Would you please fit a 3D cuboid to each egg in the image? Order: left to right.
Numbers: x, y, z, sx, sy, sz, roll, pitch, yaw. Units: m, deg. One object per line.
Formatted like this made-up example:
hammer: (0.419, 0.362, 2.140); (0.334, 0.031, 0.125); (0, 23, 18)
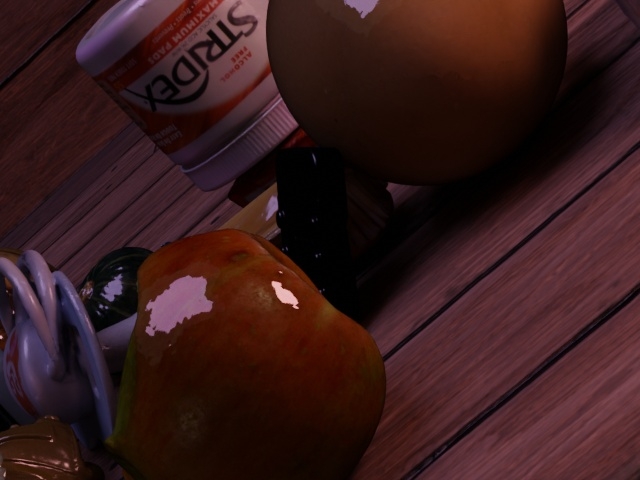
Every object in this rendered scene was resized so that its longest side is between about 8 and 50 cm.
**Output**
egg: (0.099, -0.206, 1.811); (0.301, 0.301, 0.374); (-43, 26, 1)

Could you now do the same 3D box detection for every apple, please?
apple: (-0.076, 0.121, 1.484); (0.226, 0.246, 0.246); (-49, 15, -1)

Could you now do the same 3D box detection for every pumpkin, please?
pumpkin: (-0.245, 0.089, 2.253); (0.167, 0.125, 0.167); (-158, 90, -79)

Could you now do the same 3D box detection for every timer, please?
timer: (0.000, 0.000, 1.791); (0.055, 0.187, 0.144); (-7, 6, -18)

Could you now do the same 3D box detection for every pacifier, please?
pacifier: (-0.246, 0.114, 2.073); (0.233, 0.244, 0.299); (-14, 0, -21)

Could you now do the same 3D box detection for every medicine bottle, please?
medicine bottle: (-0.134, -0.228, 2.194); (0.252, 0.241, 0.252); (-41, 15, 13)

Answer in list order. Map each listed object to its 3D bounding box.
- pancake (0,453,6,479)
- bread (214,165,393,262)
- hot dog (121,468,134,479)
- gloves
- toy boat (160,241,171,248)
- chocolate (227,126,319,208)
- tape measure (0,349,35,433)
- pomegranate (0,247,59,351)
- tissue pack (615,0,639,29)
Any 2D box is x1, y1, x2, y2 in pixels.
pancake: (-0.367, 0.348, 1.646); (0.305, 0.067, 0.427); (-41, 39, -9)
bread: (-0.030, 0.005, 1.952); (0.241, 0.107, 0.136); (-39, 18, 21)
hot dog: (-0.114, 0.186, 1.762); (0.235, 0.062, 0.092); (-30, 16, 40)
gloves: (-0.308, 0.269, 1.864); (0.154, 0.141, 0.331); (-19, 25, 1)
toy boat: (-0.194, 0.031, 2.402); (0.060, 0.061, 0.137); (-50, 15, -23)
chocolate: (0.025, -0.138, 2.206); (0.237, 0.108, 0.235); (-36, 17, 33)
tape measure: (-0.445, 0.238, 2.135); (0.246, 0.243, 0.125); (-50, 18, -20)
pomegranate: (-0.435, 0.141, 2.356); (0.281, 0.281, 0.281); (-40, 15, 13)
tissue pack: (0.406, -0.364, 1.714); (0.242, 0.160, 0.338); (-30, 19, 38)
